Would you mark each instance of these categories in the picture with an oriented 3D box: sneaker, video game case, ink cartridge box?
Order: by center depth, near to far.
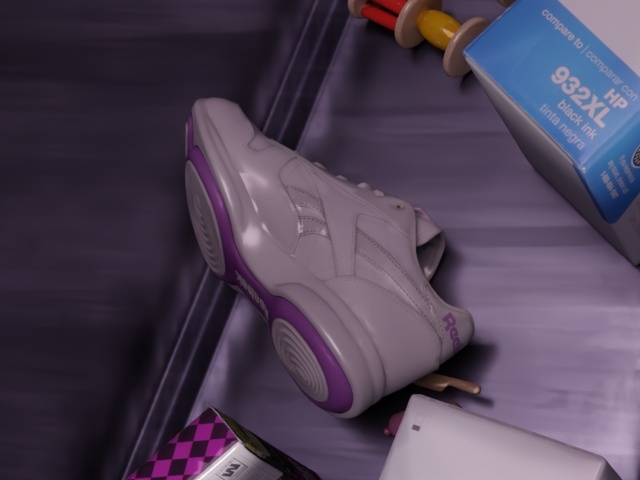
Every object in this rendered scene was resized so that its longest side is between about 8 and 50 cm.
[{"bbox_3d":[0.272,-0.155,1.367,0.307,0.223,0.129,-43,64,1],"label":"ink cartridge box"},{"bbox_3d":[-0.114,0.225,1.380,0.232,0.210,0.042,-41,63,3],"label":"video game case"},{"bbox_3d":[0.000,0.000,1.493,0.152,0.114,0.305,-22,56,-19],"label":"sneaker"}]

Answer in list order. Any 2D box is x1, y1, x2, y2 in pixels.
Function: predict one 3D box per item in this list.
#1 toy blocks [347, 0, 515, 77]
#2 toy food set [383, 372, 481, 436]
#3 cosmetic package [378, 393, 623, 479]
[{"bbox_3d":[0.082,-0.212,1.549,0.148,0.054,0.123,36,87,27],"label":"toy blocks"},{"bbox_3d":[0.078,0.159,1.442,0.078,0.019,0.122,13,84,24],"label":"toy food set"},{"bbox_3d":[0.109,0.247,1.284,0.138,0.225,0.224,18,79,22],"label":"cosmetic package"}]
